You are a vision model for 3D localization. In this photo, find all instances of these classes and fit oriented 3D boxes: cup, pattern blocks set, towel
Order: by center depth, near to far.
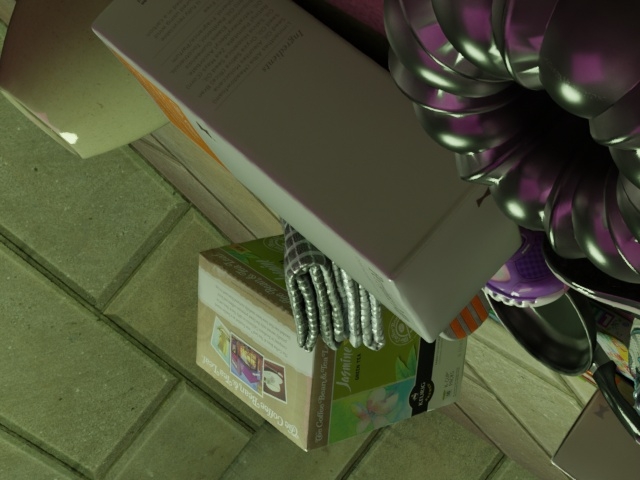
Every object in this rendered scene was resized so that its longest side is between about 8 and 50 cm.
[{"bbox_3d":[0.000,0.000,1.553,0.284,0.121,0.235,79,179,-58],"label":"towel"},{"bbox_3d":[0.373,0.177,1.631,0.325,0.026,0.285,34,178,-5],"label":"pattern blocks set"},{"bbox_3d":[-0.344,-0.263,1.723,0.331,0.237,0.331,37,172,6],"label":"cup"}]

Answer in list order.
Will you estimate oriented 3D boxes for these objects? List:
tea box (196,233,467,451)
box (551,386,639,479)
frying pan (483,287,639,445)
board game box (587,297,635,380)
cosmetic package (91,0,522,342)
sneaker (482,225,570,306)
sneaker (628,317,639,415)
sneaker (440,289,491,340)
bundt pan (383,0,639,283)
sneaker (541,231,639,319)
[{"bbox_3d":[0.015,0.141,1.872,0.329,0.323,0.220,29,123,46],"label":"tea box"},{"bbox_3d":[0.428,0.308,1.617,0.148,0.127,0.232,34,179,21],"label":"box"},{"bbox_3d":[0.306,0.109,1.359,0.326,0.053,0.197,38,154,40],"label":"frying pan"},{"bbox_3d":[0.366,0.125,1.451,0.103,0.026,0.154,33,170,40],"label":"board game box"},{"bbox_3d":[-0.013,-0.114,1.224,0.453,0.161,0.230,40,174,25],"label":"cosmetic package"},{"bbox_3d":[0.187,-0.010,1.305,0.236,0.095,0.104,33,162,42],"label":"sneaker"},{"bbox_3d":[0.368,0.144,1.212,0.110,0.122,0.283,38,172,6],"label":"sneaker"},{"bbox_3d":[0.109,-0.006,1.542,0.180,0.124,0.321,47,169,45],"label":"sneaker"},{"bbox_3d":[0.168,-0.090,0.706,0.331,0.124,0.331,39,165,12],"label":"bundt pan"},{"bbox_3d":[0.312,0.049,1.081,0.234,0.084,0.097,32,171,39],"label":"sneaker"}]
